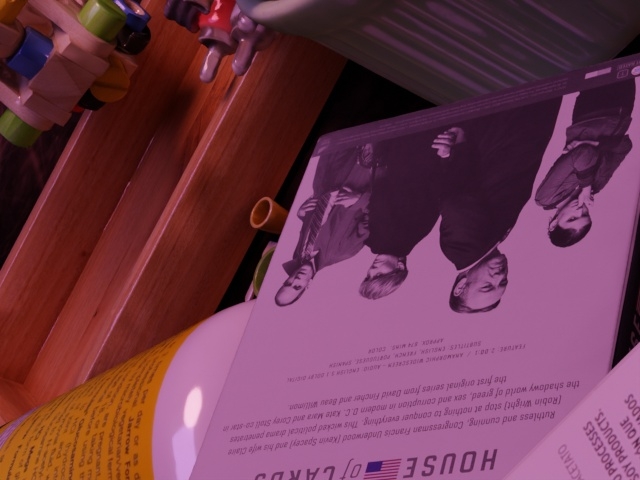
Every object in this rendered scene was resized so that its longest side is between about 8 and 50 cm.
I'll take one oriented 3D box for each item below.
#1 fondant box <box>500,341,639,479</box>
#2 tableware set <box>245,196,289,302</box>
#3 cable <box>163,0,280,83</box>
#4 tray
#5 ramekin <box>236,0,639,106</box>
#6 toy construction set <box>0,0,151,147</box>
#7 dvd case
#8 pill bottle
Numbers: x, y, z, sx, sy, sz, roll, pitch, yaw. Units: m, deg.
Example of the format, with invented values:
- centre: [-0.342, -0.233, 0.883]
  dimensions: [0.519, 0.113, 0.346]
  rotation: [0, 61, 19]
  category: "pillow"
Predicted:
- centre: [0.105, 0.190, 0.516]
  dimensions: [0.330, 0.238, 0.096]
  rotation: [-48, 38, 22]
  category: "fondant box"
- centre: [0.000, 0.000, 0.977]
  dimensions: [0.154, 0.024, 0.104]
  rotation: [12, 78, 56]
  category: "tableware set"
- centre: [-0.017, -0.229, 1.022]
  dimensions: [0.287, 0.072, 0.139]
  rotation: [-62, 14, -21]
  category: "cable"
- centre: [-0.117, -0.037, 1.117]
  dimensions: [0.411, 0.076, 0.203]
  rotation: [-61, 33, 3]
  category: "tray"
- centre: [0.097, -0.213, 0.833]
  dimensions: [0.303, 0.148, 0.303]
  rotation: [-46, 27, 31]
  category: "ramekin"
- centre: [-0.227, -0.199, 1.114]
  dimensions: [0.151, 0.215, 0.327]
  rotation: [-40, 40, 31]
  category: "toy construction set"
- centre: [0.046, 0.029, 0.622]
  dimensions: [0.179, 0.029, 0.238]
  rotation: [-11, 42, 33]
  category: "dvd case"
- centre: [-0.051, 0.141, 0.804]
  dimensions: [0.334, 0.188, 0.188]
  rotation: [-29, 47, 41]
  category: "pill bottle"
